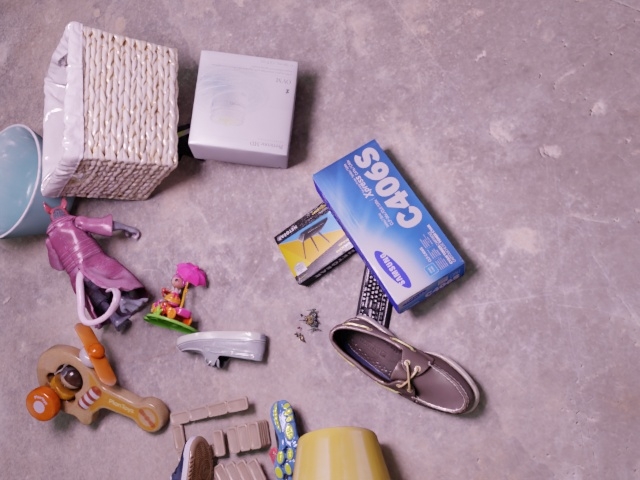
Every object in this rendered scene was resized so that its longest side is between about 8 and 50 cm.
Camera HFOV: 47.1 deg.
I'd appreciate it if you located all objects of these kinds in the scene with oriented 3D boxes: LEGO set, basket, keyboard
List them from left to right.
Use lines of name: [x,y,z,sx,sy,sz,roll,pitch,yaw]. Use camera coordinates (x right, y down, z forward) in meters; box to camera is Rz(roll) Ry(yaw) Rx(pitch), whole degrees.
basket: [-0.508,-0.283,1.757,0.328,0.266,0.331,-25,63,58]
LEGO set: [-0.027,0.186,1.642,0.083,0.023,0.054,-46,62,25]
keyboard: [0.136,0.096,1.580,0.108,0.023,0.180,8,84,26]

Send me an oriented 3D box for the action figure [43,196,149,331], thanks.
action figure: [-0.590,0.056,1.796,0.248,0.275,0.370,-37,84,15]

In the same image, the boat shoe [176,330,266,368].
boat shoe: [-0.233,0.253,1.689,0.227,0.079,0.081,-5,73,21]

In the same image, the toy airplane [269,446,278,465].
toy airplane: [-0.085,0.530,1.590,0.151,0.028,0.151,-16,58,28]

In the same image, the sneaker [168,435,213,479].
sneaker: [-0.330,0.570,1.645,0.153,0.099,0.282,4,93,26]

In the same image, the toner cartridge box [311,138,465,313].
toner cartridge box: [0.139,-0.035,1.549,0.165,0.075,0.348,-32,67,-4]

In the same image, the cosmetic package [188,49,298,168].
cosmetic package: [-0.174,-0.298,1.695,0.224,0.138,0.225,6,83,-2]

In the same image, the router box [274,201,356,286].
router box: [0.000,0.000,1.649,0.179,0.046,0.133,-36,67,14]

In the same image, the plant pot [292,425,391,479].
plant pot: [0.042,0.504,1.434,0.254,0.254,0.239,-19,56,21]

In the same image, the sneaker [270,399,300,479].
sneaker: [-0.065,0.438,1.573,0.067,0.078,0.188,-13,66,9]

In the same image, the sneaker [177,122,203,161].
sneaker: [-0.292,-0.251,1.834,0.234,0.084,0.097,-12,99,24]

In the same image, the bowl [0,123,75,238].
bowl: [-0.772,-0.138,1.956,0.311,0.163,0.312,-9,74,34]

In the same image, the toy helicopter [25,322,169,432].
toy helicopter: [-0.522,0.351,1.769,0.355,0.140,0.235,20,108,11]

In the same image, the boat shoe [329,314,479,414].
boat shoe: [0.162,0.256,1.483,0.324,0.096,0.117,30,107,26]

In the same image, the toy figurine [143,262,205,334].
toy figurine: [-0.340,0.130,1.766,0.173,0.130,0.159,-3,63,49]

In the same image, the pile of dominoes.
pile of dominoes: [-0.227,0.470,1.679,0.251,0.040,0.196,-18,76,29]
